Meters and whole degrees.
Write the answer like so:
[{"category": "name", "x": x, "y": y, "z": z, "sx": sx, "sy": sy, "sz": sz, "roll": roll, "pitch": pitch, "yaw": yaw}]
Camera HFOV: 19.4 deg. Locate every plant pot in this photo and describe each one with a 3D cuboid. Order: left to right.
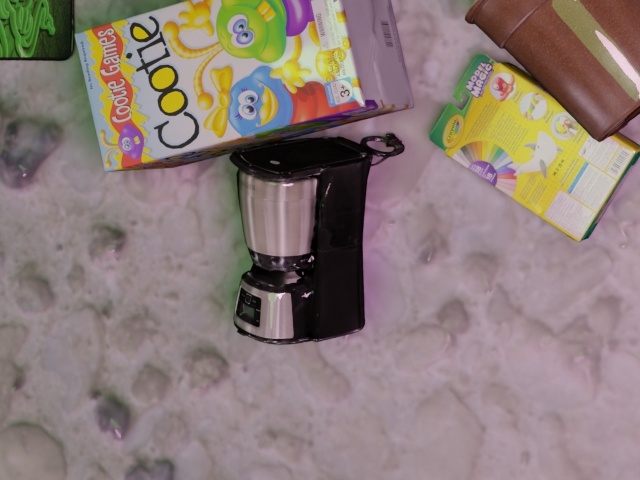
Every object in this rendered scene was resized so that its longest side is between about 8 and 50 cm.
[{"category": "plant pot", "x": 0.244, "y": -0.188, "z": 1.664, "sx": 0.167, "sy": 0.167, "sz": 0.165, "roll": -42, "pitch": 83, "yaw": 20}]

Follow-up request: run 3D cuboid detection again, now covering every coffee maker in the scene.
[{"category": "coffee maker", "x": 0.000, "y": 0.000, "z": 1.790, "sx": 0.171, "sy": 0.120, "sz": 0.178, "roll": -3, "pitch": 111, "yaw": -10}]

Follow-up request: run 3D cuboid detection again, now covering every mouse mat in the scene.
[{"category": "mouse mat", "x": -0.326, "y": -0.284, "z": 1.974, "sx": 0.152, "sy": 0.007, "sz": 0.190, "roll": 2, "pitch": 96, "yaw": 22}]

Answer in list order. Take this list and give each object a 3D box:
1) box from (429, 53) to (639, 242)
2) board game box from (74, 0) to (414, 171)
[{"category": "box", "x": 0.198, "y": -0.089, "z": 1.752, "sx": 0.179, "sy": 0.043, "sz": 0.105, "roll": 35, "pitch": 107, "yaw": 14}, {"category": "board game box", "x": -0.073, "y": -0.164, "z": 1.804, "sx": 0.275, "sy": 0.142, "sz": 0.144, "roll": -13, "pitch": 89, "yaw": 23}]
